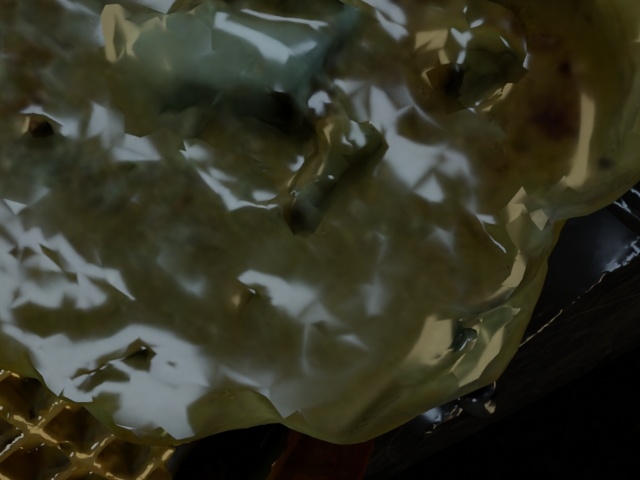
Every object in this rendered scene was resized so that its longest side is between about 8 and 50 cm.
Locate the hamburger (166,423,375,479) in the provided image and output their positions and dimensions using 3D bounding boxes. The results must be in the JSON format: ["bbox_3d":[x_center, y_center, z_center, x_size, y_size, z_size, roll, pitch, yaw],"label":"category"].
[{"bbox_3d":[-0.117,0.140,1.018,0.291,0.225,0.291,-44,-170,10],"label":"hamburger"}]

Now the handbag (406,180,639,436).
[{"bbox_3d":[0.084,-0.048,0.853,0.285,0.257,0.113,-40,174,18],"label":"handbag"}]

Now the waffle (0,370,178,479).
[{"bbox_3d":[-0.173,0.123,0.811,0.160,0.055,0.211,-36,131,15],"label":"waffle"}]

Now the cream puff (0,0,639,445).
[{"bbox_3d":[-0.018,-0.093,0.586,0.324,0.291,0.257,-59,-178,29],"label":"cream puff"}]
